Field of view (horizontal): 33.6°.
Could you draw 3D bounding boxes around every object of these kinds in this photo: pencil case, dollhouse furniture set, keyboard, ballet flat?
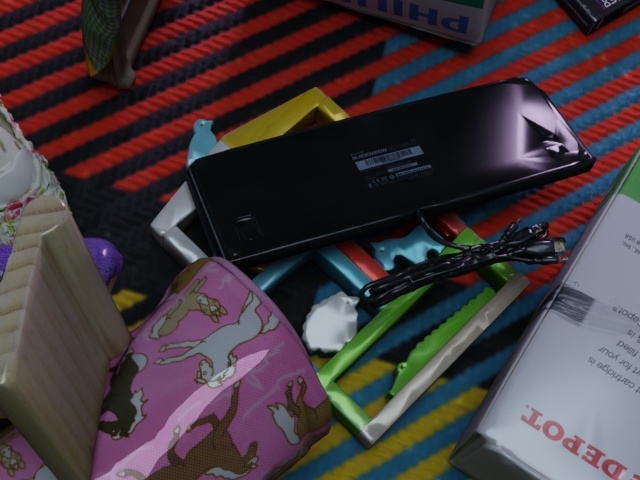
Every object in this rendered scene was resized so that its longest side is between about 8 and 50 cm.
[{"bbox_3d":[-0.174,0.178,0.708,0.386,0.167,0.160,-39,95,-20],"label":"pencil case"},{"bbox_3d":[-0.182,-0.304,0.879,0.151,0.197,0.301,18,67,0],"label":"dollhouse furniture set"},{"bbox_3d":[0.069,-0.030,0.834,0.317,0.033,0.201,-16,51,-11],"label":"keyboard"},{"bbox_3d":[-0.284,-0.085,0.846,0.091,0.077,0.241,-35,76,-18],"label":"ballet flat"}]

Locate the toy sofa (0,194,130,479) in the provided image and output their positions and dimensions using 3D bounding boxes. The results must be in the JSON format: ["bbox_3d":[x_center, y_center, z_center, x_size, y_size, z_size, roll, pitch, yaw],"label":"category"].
[{"bbox_3d":[-0.310,0.041,0.638,0.363,0.150,0.177,0,56,7],"label":"toy sofa"}]

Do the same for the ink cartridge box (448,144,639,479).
[{"bbox_3d":[0.260,0.098,0.804,0.211,0.121,0.289,33,69,8],"label":"ink cartridge box"}]

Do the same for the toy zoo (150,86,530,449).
[{"bbox_3d":[0.000,0.000,0.866,0.192,0.030,0.293,-42,78,-19],"label":"toy zoo"}]

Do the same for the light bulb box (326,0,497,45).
[{"bbox_3d":[0.093,-0.422,0.859,0.225,0.361,0.357,18,67,10],"label":"light bulb box"}]

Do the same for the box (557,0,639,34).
[{"bbox_3d":[0.281,-0.277,1.009,0.162,0.029,0.116,-30,73,-18],"label":"box"}]
